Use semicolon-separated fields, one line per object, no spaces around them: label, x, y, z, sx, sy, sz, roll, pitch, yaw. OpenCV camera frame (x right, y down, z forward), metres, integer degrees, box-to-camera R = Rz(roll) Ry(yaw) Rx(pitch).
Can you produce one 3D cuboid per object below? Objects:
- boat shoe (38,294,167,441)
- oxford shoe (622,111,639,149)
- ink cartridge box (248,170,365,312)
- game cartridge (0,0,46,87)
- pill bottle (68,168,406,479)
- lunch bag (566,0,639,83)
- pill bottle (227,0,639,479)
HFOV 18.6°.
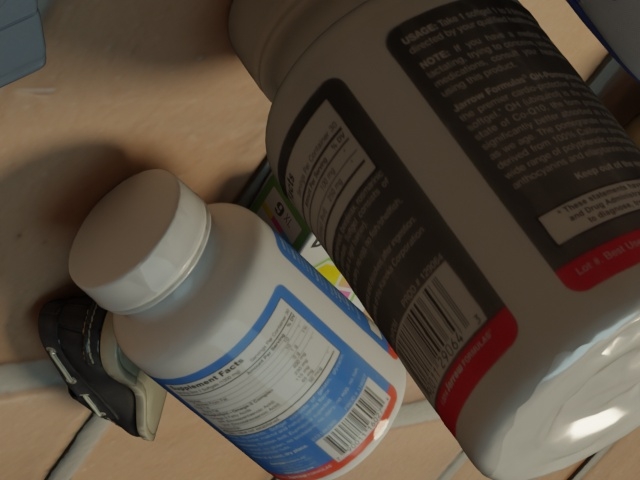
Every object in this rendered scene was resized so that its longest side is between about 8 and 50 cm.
boat shoe;-0.148;0.085;1.367;0.065;0.075;0.206;9;159;9
oxford shoe;0.336;-0.080;1.612;0.130;0.123;0.348;-18;170;37
ink cartridge box;0.000;0.000;1.369;0.109;0.062;0.209;-8;142;-41
game cartridge;-0.233;-0.135;0.887;0.198;0.062;0.297;-31;154;-17
pill bottle;-0.055;0.053;1.258;0.124;0.124;0.221;-40;124;9
lunch bag;0.249;-0.154;1.199;0.115;0.243;0.303;-46;151;23
pill bottle;0.079;-0.037;1.108;0.176;0.318;0.176;-27;153;-15
